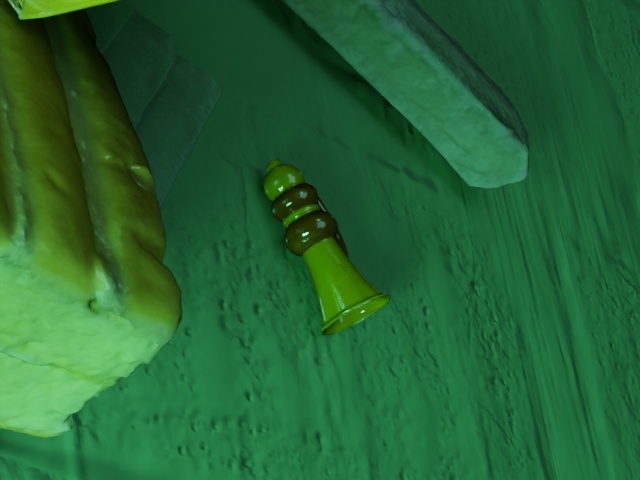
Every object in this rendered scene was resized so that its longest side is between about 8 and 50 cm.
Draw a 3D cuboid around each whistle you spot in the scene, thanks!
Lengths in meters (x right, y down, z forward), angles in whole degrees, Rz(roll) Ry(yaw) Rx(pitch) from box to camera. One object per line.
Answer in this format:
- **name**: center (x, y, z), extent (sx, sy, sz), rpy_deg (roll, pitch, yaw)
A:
- **whistle**: center (0.004, -0.001, 1.046), extent (0.057, 0.046, 0.109), rpy_deg (-10, 67, -40)

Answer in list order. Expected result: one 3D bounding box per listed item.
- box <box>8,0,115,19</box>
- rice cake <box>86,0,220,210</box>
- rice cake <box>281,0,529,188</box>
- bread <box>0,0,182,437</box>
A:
- **box**: center (-0.053, -0.269, 0.773), extent (0.283, 0.213, 0.260), rpy_deg (-77, 152, -68)
- **rice cake**: center (-0.125, -0.049, 0.910), extent (0.124, 0.038, 0.211), rpy_deg (44, 37, -25)
- **rice cake**: center (0.004, -0.172, 1.155), extent (0.399, 0.064, 0.070), rpy_deg (42, 28, -26)
- **bread**: center (-0.182, -0.062, 0.697), extent (0.239, 0.111, 0.246), rpy_deg (30, 29, -44)
